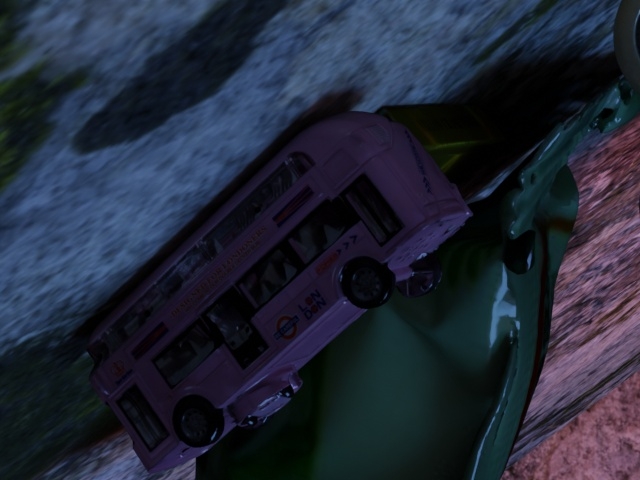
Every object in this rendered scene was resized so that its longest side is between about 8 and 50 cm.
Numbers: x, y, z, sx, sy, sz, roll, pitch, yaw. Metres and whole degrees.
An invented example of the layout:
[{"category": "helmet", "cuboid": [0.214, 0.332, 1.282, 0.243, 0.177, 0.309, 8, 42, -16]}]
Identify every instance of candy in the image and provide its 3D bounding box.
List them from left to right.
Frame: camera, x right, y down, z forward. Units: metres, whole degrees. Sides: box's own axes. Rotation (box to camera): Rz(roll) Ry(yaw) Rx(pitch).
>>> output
[{"category": "candy", "cuboid": [0.056, 0.062, 1.135, 0.398, 0.172, 0.263, -58, -178, 20]}]

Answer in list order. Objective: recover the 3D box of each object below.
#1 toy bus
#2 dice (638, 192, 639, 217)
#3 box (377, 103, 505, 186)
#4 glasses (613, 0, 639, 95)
[{"category": "toy bus", "cuboid": [-0.023, 0.025, 0.904, 0.203, 0.090, 0.063, -43, 165, 25]}, {"category": "dice", "cuboid": [0.412, -0.010, 1.287, 0.304, 0.277, 0.304, -27, -165, -10]}, {"category": "box", "cuboid": [0.000, 0.000, 1.012, 0.193, 0.030, 0.121, -41, 166, 24]}, {"category": "glasses", "cuboid": [0.252, -0.079, 1.031, 0.220, 0.190, 0.088, 23, 87, -78]}]
